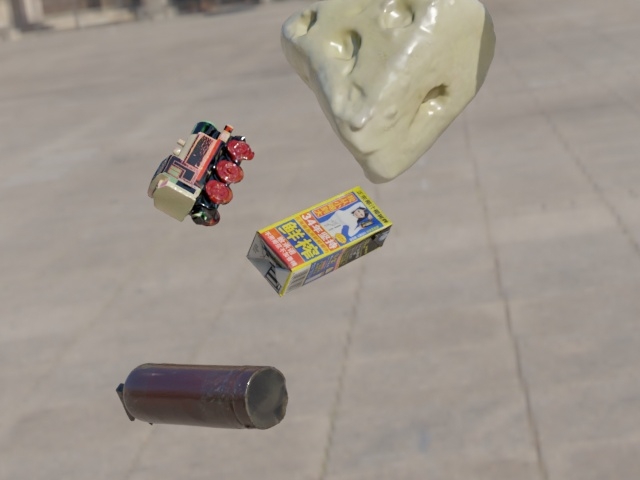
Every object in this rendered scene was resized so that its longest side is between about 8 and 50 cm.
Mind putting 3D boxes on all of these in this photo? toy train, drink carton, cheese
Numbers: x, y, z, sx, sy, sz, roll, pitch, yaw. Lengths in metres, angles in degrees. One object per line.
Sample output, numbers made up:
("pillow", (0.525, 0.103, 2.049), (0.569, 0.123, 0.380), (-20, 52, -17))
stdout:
("toy train", (-0.127, -0.076, 1.702), (0.087, 0.050, 0.138), (30, 46, -6))
("drink carton", (0.000, 0.000, 1.853), (0.166, 0.071, 0.056), (-24, -24, -36))
("cheese", (0.086, -0.238, 1.974), (0.248, 0.173, 0.251), (-38, 51, -1))

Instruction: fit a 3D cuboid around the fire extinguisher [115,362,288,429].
("fire extinguisher", (-0.149, 0.183, 1.802), (0.268, 0.089, 0.072), (-3, 41, 43))
